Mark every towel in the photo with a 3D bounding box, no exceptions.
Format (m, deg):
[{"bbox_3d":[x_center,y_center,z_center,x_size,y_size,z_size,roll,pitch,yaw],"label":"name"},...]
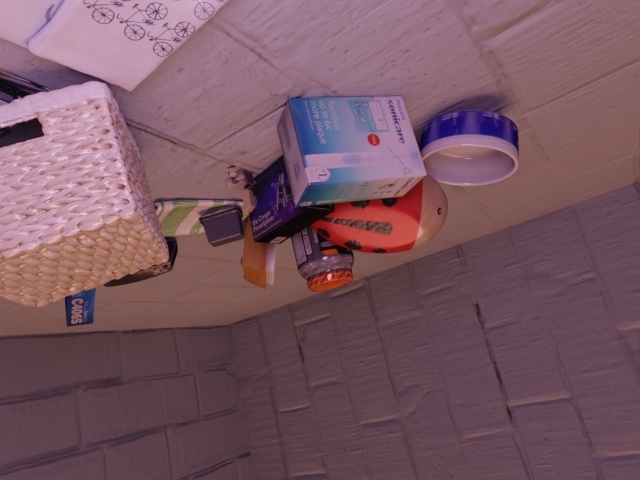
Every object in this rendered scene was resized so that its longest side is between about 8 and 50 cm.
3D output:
[{"bbox_3d":[-0.400,-0.068,1.525,0.324,0.038,0.247,-1,159,-36],"label":"towel"}]

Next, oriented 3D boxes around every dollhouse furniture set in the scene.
[{"bbox_3d":[-0.239,-0.131,1.309,0.081,0.115,0.091,-16,167,26],"label":"dollhouse furniture set"}]

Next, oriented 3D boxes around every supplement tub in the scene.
[{"bbox_3d":[0.000,0.000,1.578,0.193,0.316,0.194,-13,165,-4],"label":"supplement tub"}]

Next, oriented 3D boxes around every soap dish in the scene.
[{"bbox_3d":[-0.217,0.035,1.718,0.118,0.229,0.291,5,162,-4],"label":"soap dish"}]

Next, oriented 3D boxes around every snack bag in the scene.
[{"bbox_3d":[-0.328,-0.347,0.642,0.322,0.037,0.342,-23,161,31],"label":"snack bag"}]

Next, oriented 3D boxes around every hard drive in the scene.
[{"bbox_3d":[-0.628,0.082,1.642,0.254,0.054,0.172,-15,-151,0],"label":"hard drive"}]

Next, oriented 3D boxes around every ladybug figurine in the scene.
[{"bbox_3d":[0.148,-0.083,1.369,0.448,0.162,0.305,5,125,4],"label":"ladybug figurine"}]

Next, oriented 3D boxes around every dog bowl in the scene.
[{"bbox_3d":[0.409,-0.249,1.307,0.264,0.104,0.265,7,165,2],"label":"dog bowl"}]

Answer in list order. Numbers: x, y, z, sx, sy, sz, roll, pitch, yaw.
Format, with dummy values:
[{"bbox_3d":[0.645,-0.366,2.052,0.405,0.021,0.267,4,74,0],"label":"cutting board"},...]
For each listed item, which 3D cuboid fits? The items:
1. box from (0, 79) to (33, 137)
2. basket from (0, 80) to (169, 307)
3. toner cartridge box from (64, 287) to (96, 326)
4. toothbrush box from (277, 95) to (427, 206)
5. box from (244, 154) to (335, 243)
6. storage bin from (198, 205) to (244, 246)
[{"bbox_3d":[-0.625,-0.234,0.763,0.159,0.044,0.233,-20,163,21],"label":"box"},{"bbox_3d":[-0.490,-0.068,0.886,0.328,0.267,0.331,-21,166,-14],"label":"basket"},{"bbox_3d":[-0.684,0.076,1.335,0.075,0.165,0.348,-3,139,-32],"label":"toner cartridge box"},{"bbox_3d":[0.070,-0.211,1.102,0.295,0.217,0.126,-6,163,-21],"label":"toothbrush box"},{"bbox_3d":[-0.095,-0.121,1.330,0.103,0.185,0.261,5,155,-41],"label":"box"},{"bbox_3d":[-0.306,-0.037,1.497,0.135,0.091,0.098,-16,164,0],"label":"storage bin"}]
